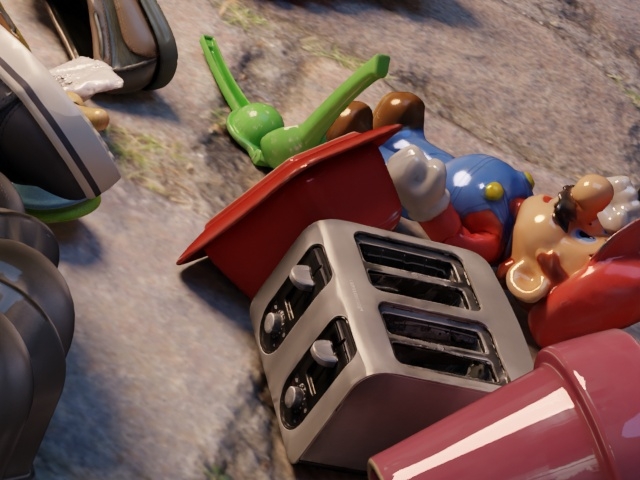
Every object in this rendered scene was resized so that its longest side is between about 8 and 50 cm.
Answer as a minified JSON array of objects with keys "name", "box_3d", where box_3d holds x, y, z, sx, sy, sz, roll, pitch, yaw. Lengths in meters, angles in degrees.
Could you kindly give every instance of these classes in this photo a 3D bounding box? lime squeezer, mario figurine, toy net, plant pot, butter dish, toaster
[{"name":"lime squeezer","box_3d":[-0.042,-0.114,1.647,0.059,0.110,0.310,-11,14,-28]},{"name":"mario figurine","box_3d":[0.164,-0.044,1.621,0.320,0.170,0.198,32,62,23]},{"name":"toy net","box_3d":[-0.220,-0.082,1.495,0.122,0.045,0.232,-2,26,5]},{"name":"plant pot","box_3d":[0.133,0.175,1.210,0.180,0.201,0.201,-16,41,-6]},{"name":"butter dish","box_3d":[0.000,0.000,1.468,0.118,0.160,0.160,57,34,4]},{"name":"toaster","box_3d":[0.057,0.088,1.372,0.186,0.110,0.168,13,37,-25]}]

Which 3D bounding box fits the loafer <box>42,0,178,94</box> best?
[{"name":"loafer","box_3d":[-0.220,-0.240,1.664,0.084,0.096,0.267,-19,66,-36]}]

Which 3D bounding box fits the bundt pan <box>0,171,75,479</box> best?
[{"name":"bundt pan","box_3d":[-0.286,0.021,1.139,0.331,0.124,0.331,27,29,-17]}]

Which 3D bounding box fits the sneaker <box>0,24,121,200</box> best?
[{"name":"sneaker","box_3d":[-0.268,-0.101,1.322,0.321,0.127,0.126,40,-15,37]}]

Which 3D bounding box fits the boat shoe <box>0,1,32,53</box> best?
[{"name":"boat shoe","box_3d":[-0.338,-0.210,1.541,0.104,0.110,0.307,4,42,-50]}]

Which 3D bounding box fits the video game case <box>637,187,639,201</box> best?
[{"name":"video game case","box_3d":[0.424,-0.016,1.730,0.035,0.248,0.275,-11,47,-48]}]
